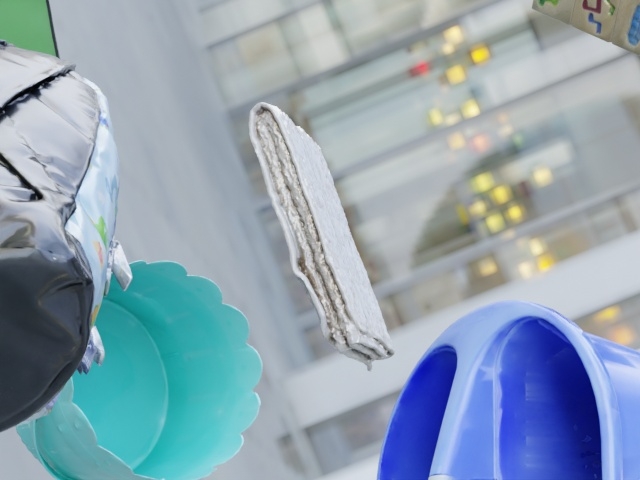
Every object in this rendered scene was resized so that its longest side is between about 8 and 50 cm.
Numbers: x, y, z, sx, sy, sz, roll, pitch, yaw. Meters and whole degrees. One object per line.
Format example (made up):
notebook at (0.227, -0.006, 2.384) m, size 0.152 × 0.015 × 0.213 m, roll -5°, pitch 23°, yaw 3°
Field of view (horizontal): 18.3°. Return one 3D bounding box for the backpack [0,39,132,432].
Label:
backpack at (-0.256, -0.008, 1.242) m, size 0.355 × 0.290 × 0.273 m, roll -89°, pitch 179°, yaw -54°

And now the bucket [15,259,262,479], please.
bucket at (-0.231, 0.169, 2.385) m, size 0.183 × 0.281 × 0.281 m, roll -18°, pitch -84°, yaw 50°

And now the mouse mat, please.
mouse mat at (-0.320, -0.184, 2.024) m, size 0.007 × 0.152 × 0.190 m, roll -36°, pitch 128°, yaw -46°

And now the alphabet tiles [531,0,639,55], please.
alphabet tiles at (0.328, -0.334, 2.009) m, size 0.342 × 0.011 × 0.285 m, roll 31°, pitch -60°, yaw 40°

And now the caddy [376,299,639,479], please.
caddy at (0.139, 0.211, 1.308) m, size 0.179 × 0.241 × 0.341 m, roll 14°, pitch 66°, yaw -32°

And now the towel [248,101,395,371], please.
towel at (0.000, 0.000, 2.137) m, size 0.187 × 0.049 × 0.282 m, roll 38°, pitch 31°, yaw -72°
